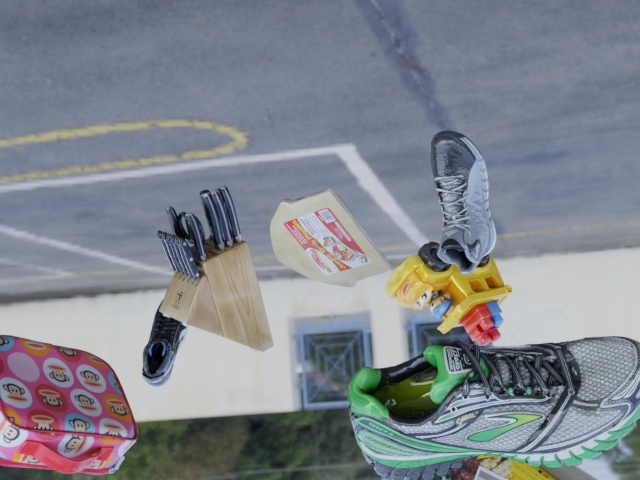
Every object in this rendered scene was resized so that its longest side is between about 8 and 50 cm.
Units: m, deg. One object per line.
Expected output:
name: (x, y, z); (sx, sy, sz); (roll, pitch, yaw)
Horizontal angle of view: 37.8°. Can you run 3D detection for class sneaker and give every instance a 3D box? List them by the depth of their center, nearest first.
sneaker: (0.193, 0.173, 1.023); (0.344, 0.134, 0.146); (-17, 134, 12)
sneaker: (0.213, -0.047, 1.443); (0.086, 0.228, 0.132); (-7, -151, 30)
sneaker: (-0.342, 0.212, 2.068); (0.079, 0.216, 0.121); (9, 159, -3)

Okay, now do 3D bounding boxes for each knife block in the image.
knife block: (-0.164, 0.043, 1.618); (0.276, 0.242, 0.088); (27, 173, -41)

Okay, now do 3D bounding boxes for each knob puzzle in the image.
knob puzzle: (0.000, 0.000, 1.523); (0.213, 0.030, 0.213); (17, 138, 16)

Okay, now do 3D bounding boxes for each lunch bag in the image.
lunch bag: (-0.457, 0.295, 1.599); (0.293, 0.258, 0.120); (22, 113, -46)

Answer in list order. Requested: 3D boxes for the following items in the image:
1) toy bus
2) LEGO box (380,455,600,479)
toy bus: (0.270, 0.116, 1.865); (0.220, 0.211, 0.149); (-9, 150, -34)
LEGO box: (0.291, 0.517, 1.508); (0.193, 0.372, 0.500); (23, -178, -30)
